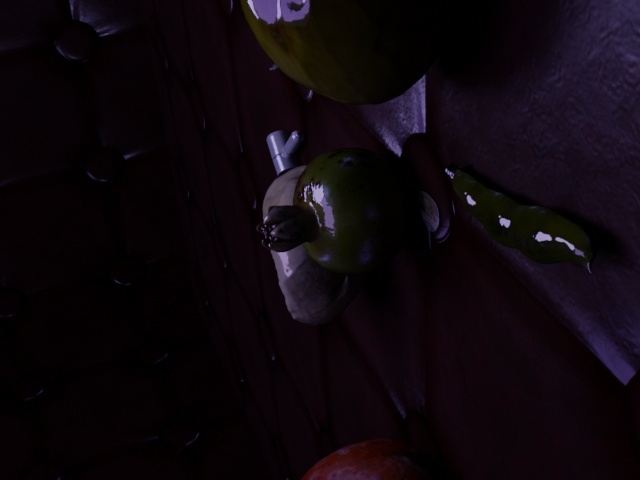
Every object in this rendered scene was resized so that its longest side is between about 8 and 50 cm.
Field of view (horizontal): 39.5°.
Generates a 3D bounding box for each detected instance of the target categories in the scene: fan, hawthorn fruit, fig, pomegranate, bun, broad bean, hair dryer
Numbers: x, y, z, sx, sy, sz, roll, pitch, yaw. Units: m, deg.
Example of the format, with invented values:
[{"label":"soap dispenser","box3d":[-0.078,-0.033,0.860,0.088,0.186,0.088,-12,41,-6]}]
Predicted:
[{"label":"fan","box3d":[0.142,-0.033,1.191,0.080,0.003,0.060,98,153,-55]},{"label":"hawthorn fruit","box3d":[0.090,0.451,1.382,0.284,0.284,0.284,165,90,-75]},{"label":"fig","box3d":[0.038,-0.263,0.957,0.239,0.239,0.271,63,-176,36]},{"label":"pomegranate","box3d":[0.025,-0.026,1.245,0.179,0.210,0.179,47,169,12]},{"label":"bun","box3d":[0.000,0.000,1.439,0.259,0.160,0.259,-14,-90,-84]},{"label":"broad bean","box3d":[0.201,-0.020,0.926,0.297,0.043,0.060,-136,44,-64]},{"label":"hair dryer","box3d":[-0.060,-0.183,1.696,0.137,0.047,0.082,135,119,-66]}]

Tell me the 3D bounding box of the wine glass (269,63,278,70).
[{"label":"wine glass","box3d":[-0.046,-0.376,1.356,0.103,0.103,0.222,-144,42,-67]}]
